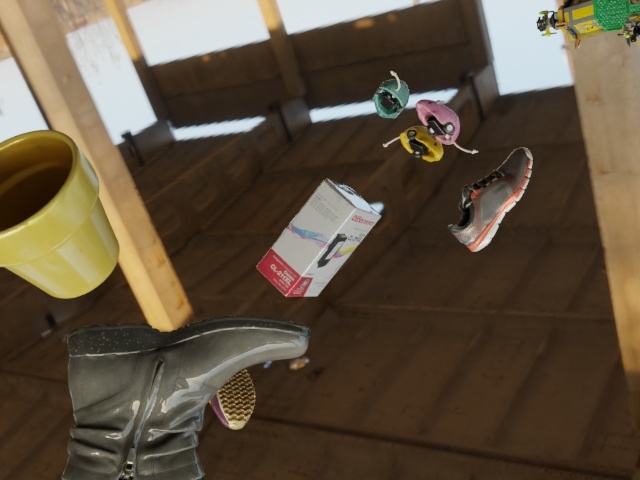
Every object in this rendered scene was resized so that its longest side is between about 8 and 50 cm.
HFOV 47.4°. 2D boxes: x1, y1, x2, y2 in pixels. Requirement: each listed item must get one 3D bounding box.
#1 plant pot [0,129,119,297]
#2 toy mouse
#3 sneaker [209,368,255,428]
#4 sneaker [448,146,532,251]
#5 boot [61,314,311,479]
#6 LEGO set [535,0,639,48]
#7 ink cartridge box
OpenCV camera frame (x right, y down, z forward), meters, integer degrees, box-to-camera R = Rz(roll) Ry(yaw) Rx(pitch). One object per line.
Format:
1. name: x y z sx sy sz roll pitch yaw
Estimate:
1. plant pot: -0.488 -0.029 1.308 0.254 0.239 0.254 -11 -131 13
2. toy mouse: 0.113 -0.150 0.842 0.031 0.143 0.161 -47 -136 -15
3. sneaker: -0.157 0.218 1.109 0.084 0.070 0.185 -52 -139 29
4. sneaker: 0.228 -0.064 0.986 0.158 0.065 0.061 -60 -172 0
5. boot: -0.125 0.161 0.709 0.247 0.161 0.083 -3 166 -16
6. LEGO set: 0.372 -0.419 1.013 0.255 0.331 0.192 -22 -168 -21
7. ink cartridge box: 0.000 0.000 1.138 0.175 0.072 0.127 -51 160 12
